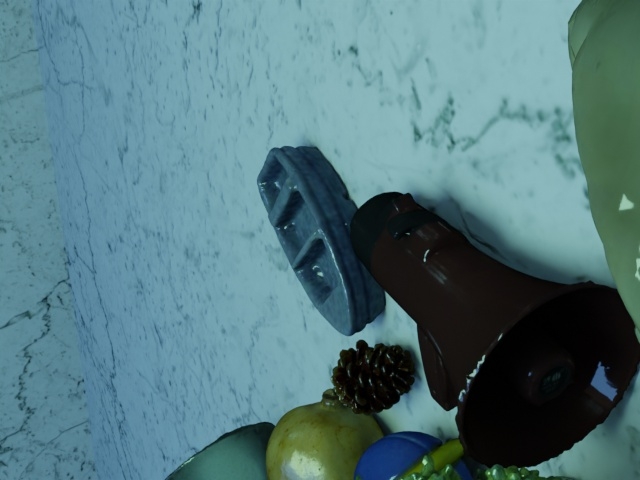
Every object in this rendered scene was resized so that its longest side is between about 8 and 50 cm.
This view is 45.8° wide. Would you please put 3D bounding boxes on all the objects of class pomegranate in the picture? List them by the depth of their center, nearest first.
[{"bbox_3d":[0.013,0.303,1.067,0.196,0.196,0.196,30,127,50],"label":"pomegranate"}]

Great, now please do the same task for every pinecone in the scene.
[{"bbox_3d":[0.075,0.175,1.000,0.109,0.102,0.102,-28,77,30],"label":"pinecone"}]

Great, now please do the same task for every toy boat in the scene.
[{"bbox_3d":[0.000,0.000,1.051,0.283,0.078,0.127,63,146,19],"label":"toy boat"}]

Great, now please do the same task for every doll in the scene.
[{"bbox_3d":[0.151,0.318,0.870,0.311,0.159,0.243,-52,55,42],"label":"doll"}]

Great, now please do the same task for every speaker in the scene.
[{"bbox_3d":[0.169,0.086,0.803,0.259,0.198,0.329,46,-179,-30],"label":"speaker"}]

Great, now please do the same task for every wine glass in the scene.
[{"bbox_3d":[-0.086,0.549,1.277,0.406,0.267,0.267,54,143,22],"label":"wine glass"}]

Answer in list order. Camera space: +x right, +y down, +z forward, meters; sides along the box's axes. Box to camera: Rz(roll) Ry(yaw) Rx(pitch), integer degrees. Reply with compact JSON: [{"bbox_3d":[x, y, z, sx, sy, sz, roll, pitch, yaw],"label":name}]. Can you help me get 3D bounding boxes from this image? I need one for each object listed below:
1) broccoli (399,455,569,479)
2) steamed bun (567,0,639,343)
[{"bbox_3d":[0.113,0.310,0.623,0.235,0.259,0.288,-151,68,-81],"label":"broccoli"},{"bbox_3d":[0.280,-0.009,0.302,0.368,0.342,0.255,-78,-13,-58],"label":"steamed bun"}]
